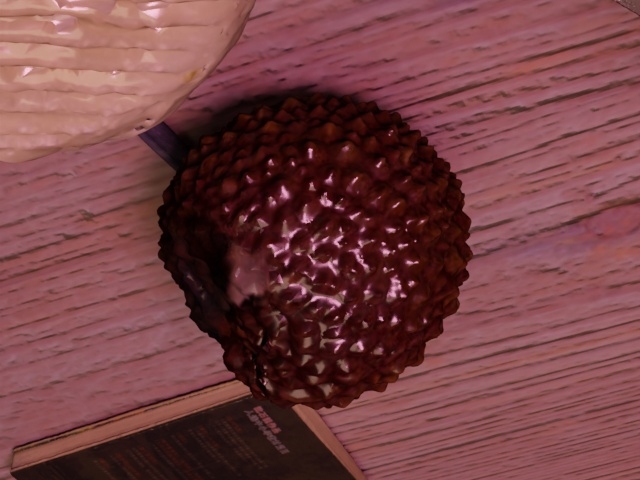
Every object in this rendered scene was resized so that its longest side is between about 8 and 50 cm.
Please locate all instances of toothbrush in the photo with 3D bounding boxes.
[{"bbox_3d":[-0.077,-0.041,1.016,0.026,0.024,0.288,-14,136,33],"label":"toothbrush"}]

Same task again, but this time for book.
[{"bbox_3d":[-0.097,0.178,1.236,0.228,0.024,0.160,-19,133,18],"label":"book"}]

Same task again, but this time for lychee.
[{"bbox_3d":[0.000,0.000,0.956,0.188,0.188,0.188,0,135,0],"label":"lychee"}]

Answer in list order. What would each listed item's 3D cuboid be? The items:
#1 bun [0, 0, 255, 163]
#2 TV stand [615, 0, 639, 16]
[{"bbox_3d":[-0.179,-0.197,0.730,0.360,0.211,0.359,-2,146,-2],"label":"bun"},{"bbox_3d":[0.102,-0.208,0.800,0.269,0.088,0.083,27,129,-25],"label":"TV stand"}]
